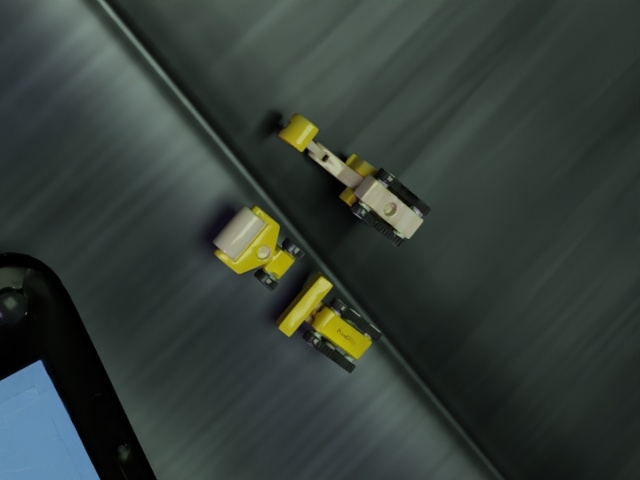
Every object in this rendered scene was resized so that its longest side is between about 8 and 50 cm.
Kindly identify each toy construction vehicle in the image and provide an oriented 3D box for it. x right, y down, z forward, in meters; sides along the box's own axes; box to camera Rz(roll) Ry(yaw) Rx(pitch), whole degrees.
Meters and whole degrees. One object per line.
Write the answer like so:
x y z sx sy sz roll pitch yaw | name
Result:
0.000 0.000 0.757 0.098 0.035 0.086 36 93 -32 | toy construction vehicle

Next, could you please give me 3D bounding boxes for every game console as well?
-0.108 0.179 0.722 0.213 0.044 0.361 -33 118 -23 | game console
